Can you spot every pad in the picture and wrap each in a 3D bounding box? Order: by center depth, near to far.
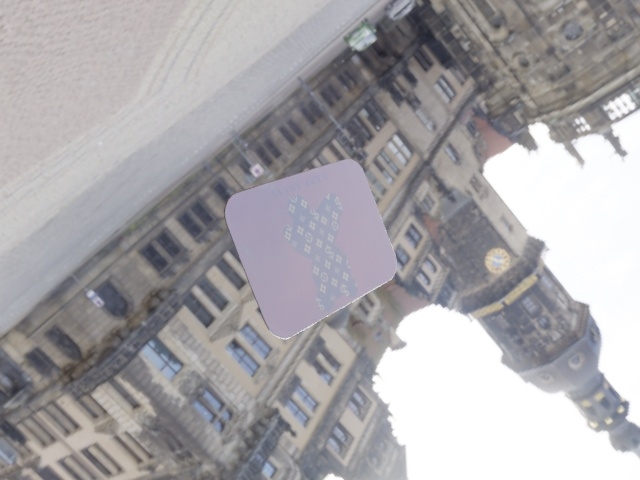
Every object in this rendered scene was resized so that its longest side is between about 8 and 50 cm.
[{"bbox_3d":[0.000,0.000,0.837,0.004,0.181,0.267,-19,-176,44],"label":"pad"}]
